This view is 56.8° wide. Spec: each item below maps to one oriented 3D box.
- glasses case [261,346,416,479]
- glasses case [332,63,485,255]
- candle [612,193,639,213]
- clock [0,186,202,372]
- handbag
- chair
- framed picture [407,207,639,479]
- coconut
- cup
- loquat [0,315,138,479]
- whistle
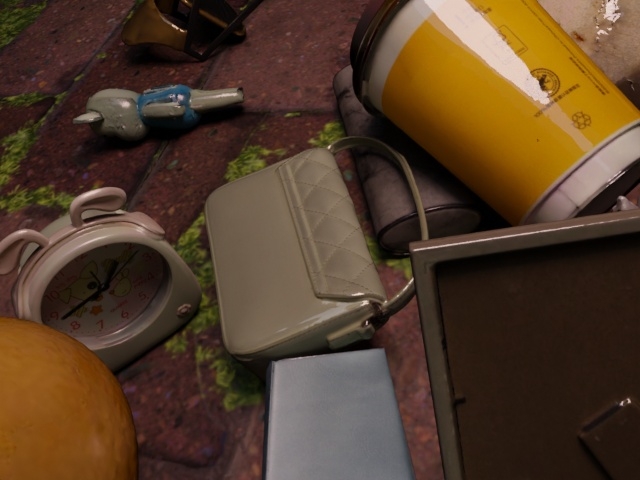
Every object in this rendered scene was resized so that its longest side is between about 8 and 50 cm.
[{"bbox_3d":[0.013,0.178,0.394,0.105,0.056,0.266,-7,27,1],"label":"glasses case"},{"bbox_3d":[0.091,-0.116,0.694,0.114,0.060,0.299,-15,47,5],"label":"glasses case"},{"bbox_3d":[0.318,-0.009,0.402,0.330,0.187,0.187,-1,46,-10],"label":"candle"},{"bbox_3d":[-0.205,0.036,0.549,0.151,0.191,0.062,-34,50,-16],"label":"clock"},{"bbox_3d":[0.000,0.000,0.585,0.219,0.079,0.256,-26,46,9],"label":"handbag"},{"bbox_3d":[-0.197,-0.404,0.973,0.247,0.172,0.158,-53,41,27],"label":"chair"},{"bbox_3d":[0.175,0.126,0.333,0.211,0.289,0.020,-9,10,8],"label":"framed picture"},{"bbox_3d":[0.315,-0.204,0.648,0.183,0.171,0.171,8,37,-32],"label":"coconut"},{"bbox_3d":[0.167,-0.133,0.561,0.196,0.196,0.279,-32,69,-14],"label":"cup"},{"bbox_3d":[-0.262,0.169,0.408,0.263,0.263,0.263,-8,48,9],"label":"loquat"},{"bbox_3d":[-0.224,-0.184,0.836,0.236,0.077,0.114,-7,19,1],"label":"whistle"}]
